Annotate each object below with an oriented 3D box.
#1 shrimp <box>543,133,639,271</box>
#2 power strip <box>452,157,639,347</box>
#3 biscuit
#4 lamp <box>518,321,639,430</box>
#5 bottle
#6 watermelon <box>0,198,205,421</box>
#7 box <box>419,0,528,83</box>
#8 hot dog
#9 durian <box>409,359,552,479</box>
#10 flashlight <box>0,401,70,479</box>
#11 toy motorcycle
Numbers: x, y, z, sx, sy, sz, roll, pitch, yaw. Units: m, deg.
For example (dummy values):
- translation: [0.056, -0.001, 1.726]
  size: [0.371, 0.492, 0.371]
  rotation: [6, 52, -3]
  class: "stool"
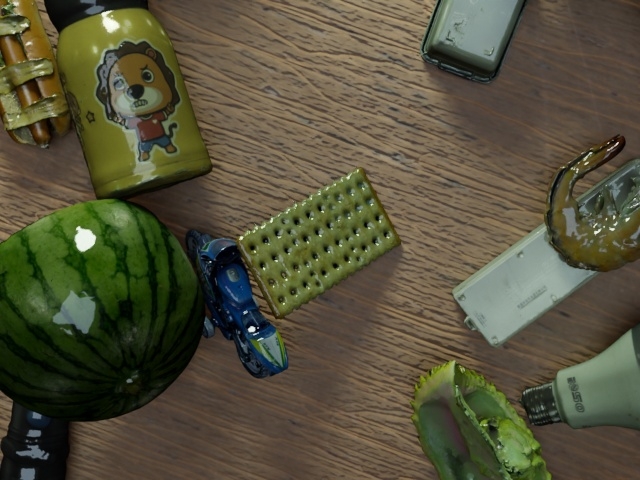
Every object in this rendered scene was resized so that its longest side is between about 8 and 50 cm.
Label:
- translation: [0.418, -0.070, 1.208]
  size: [0.173, 0.058, 0.253]
  rotation: [37, 99, 8]
  class: "shrimp"
- translation: [0.361, 0.015, 1.267]
  size: [0.367, 0.043, 0.106]
  rotation: [-37, 92, 7]
  class: "power strip"
- translation: [0.000, 0.000, 1.250]
  size: [0.231, 0.016, 0.139]
  rotation: [-30, 95, -22]
  class: "biscuit"
- translation: [0.450, 0.218, 1.220]
  size: [0.314, 0.182, 0.182]
  rotation: [-31, 93, 12]
  class: "lamp"
- translation: [-0.285, -0.238, 1.218]
  size: [0.171, 0.171, 0.351]
  rotation: [-17, 95, 6]
  class: "bottle"
- translation: [-0.301, 0.125, 1.167]
  size: [0.331, 0.189, 0.331]
  rotation: [-15, 122, -25]
  class: "watermelon"
- translation: [0.221, -0.316, 1.213]
  size: [0.124, 0.093, 0.172]
  rotation: [20, 98, 1]
  class: "box"
- translation: [-0.444, -0.263, 1.278]
  size: [0.109, 0.072, 0.269]
  rotation: [-17, 96, 3]
  class: "hot dog"
- translation: [0.246, 0.329, 1.247]
  size: [0.157, 0.169, 0.355]
  rotation: [-36, 91, 5]
  class: "durian"
- translation: [-0.417, 0.218, 1.320]
  size: [0.103, 0.103, 0.424]
  rotation: [10, 96, 3]
  class: "flashlight"
- translation: [-0.125, 0.084, 1.252]
  size: [0.092, 0.135, 0.254]
  rotation: [-24, 79, -29]
  class: "toy motorcycle"
